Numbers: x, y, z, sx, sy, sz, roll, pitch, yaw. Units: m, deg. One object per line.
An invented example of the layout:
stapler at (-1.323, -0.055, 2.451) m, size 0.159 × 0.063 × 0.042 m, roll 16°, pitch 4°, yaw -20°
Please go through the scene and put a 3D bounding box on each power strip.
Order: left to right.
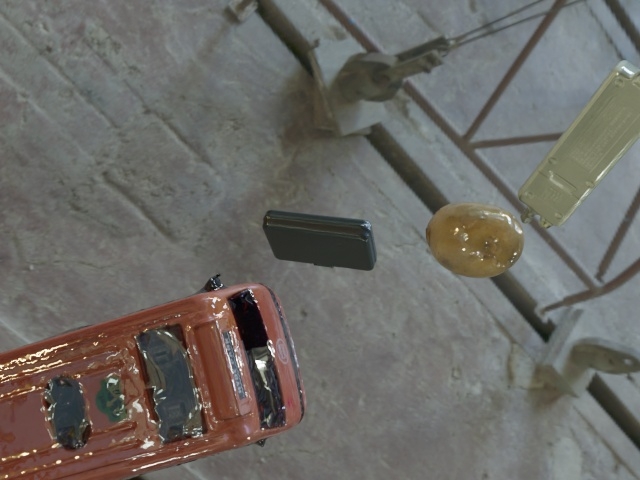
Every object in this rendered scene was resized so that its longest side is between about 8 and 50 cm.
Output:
power strip at (0.430, -0.142, 1.236) m, size 0.098 × 0.338 × 0.058 m, roll 36°, pitch 41°, yaw 7°

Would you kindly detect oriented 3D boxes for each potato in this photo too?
potato at (0.214, -0.006, 1.073) m, size 0.112 × 0.146 × 0.112 m, roll -6°, pitch 98°, yaw -56°

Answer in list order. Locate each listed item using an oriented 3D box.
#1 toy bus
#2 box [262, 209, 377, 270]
toy bus at (-0.246, 0.187, 0.907) m, size 0.426 × 0.233 × 0.203 m, roll -17°, pitch 83°, yaw 8°
box at (0.000, 0.000, 1.604) m, size 0.160 × 0.230 × 0.050 m, roll 73°, pitch 27°, yaw -59°
